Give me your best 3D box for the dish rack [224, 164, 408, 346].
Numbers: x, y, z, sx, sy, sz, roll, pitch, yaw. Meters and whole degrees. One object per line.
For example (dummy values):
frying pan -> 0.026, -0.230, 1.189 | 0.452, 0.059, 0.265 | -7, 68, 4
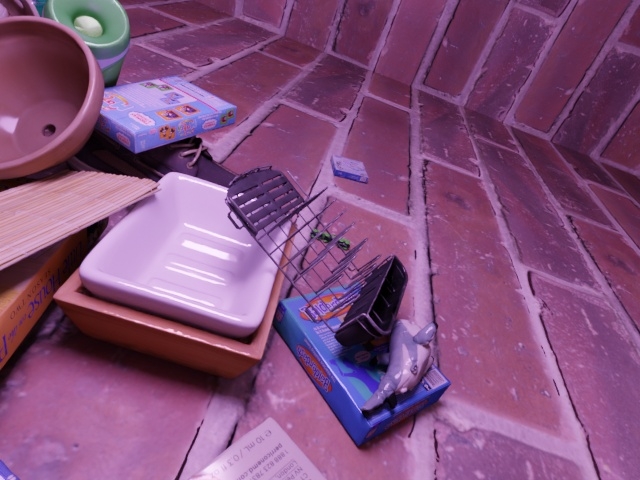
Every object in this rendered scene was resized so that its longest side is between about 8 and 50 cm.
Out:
dish rack -> 0.000, 0.000, 0.612 | 0.272, 0.074, 0.208 | 50, 24, -3

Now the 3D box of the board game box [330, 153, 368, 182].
board game box -> 0.074, -0.188, 1.162 | 0.090, 0.020, 0.090 | 12, 34, -14

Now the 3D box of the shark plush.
shark plush -> 0.095, 0.164, 0.568 | 0.067, 0.073, 0.161 | 16, 49, 28

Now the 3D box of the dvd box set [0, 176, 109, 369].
dvd box set -> -0.434, 0.031, 0.438 | 0.307, 0.062, 0.421 | 9, 27, -11

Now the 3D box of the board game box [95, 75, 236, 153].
board game box -> -0.274, -0.221, 0.752 | 0.160, 0.039, 0.211 | 31, 39, 21

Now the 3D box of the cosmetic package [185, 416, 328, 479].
cosmetic package -> 0.003, 0.295, 0.293 | 0.296, 0.153, 0.129 | 38, 37, 26

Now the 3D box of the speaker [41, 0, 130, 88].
speaker -> -0.418, -0.298, 0.778 | 0.131, 0.296, 0.131 | 10, 71, -31

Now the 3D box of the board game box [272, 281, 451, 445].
board game box -> 0.053, 0.154, 0.622 | 0.160, 0.047, 0.210 | -8, 44, -38

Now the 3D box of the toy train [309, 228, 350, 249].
toy train -> 0.019, -0.005, 0.866 | 0.083, 0.017, 0.024 | 21, 23, -2

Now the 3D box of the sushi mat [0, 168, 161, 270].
sushi mat -> -0.323, -0.023, 0.478 | 0.151, 0.019, 0.317 | 8, 25, 12

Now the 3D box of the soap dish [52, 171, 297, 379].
soap dish -> -0.165, 0.036, 0.603 | 0.228, 0.118, 0.291 | 18, 33, -5

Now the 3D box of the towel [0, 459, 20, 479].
towel -> -0.291, 0.192, 0.221 | 0.336, 0.040, 0.243 | 41, 63, 3

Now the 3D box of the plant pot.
plant pot -> -0.406, -0.178, 0.620 | 0.236, 0.110, 0.238 | 0, 70, 0

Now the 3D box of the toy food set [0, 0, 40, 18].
toy food set -> -0.684, -0.378, 0.815 | 0.306, 0.092, 0.219 | -41, 60, -14

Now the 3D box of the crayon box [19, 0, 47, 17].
crayon box -> -0.736, -0.502, 1.013 | 0.278, 0.166, 0.081 | 26, 32, 8

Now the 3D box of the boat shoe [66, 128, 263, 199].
boat shoe -> -0.262, -0.132, 0.780 | 0.354, 0.130, 0.132 | 16, 33, -9
